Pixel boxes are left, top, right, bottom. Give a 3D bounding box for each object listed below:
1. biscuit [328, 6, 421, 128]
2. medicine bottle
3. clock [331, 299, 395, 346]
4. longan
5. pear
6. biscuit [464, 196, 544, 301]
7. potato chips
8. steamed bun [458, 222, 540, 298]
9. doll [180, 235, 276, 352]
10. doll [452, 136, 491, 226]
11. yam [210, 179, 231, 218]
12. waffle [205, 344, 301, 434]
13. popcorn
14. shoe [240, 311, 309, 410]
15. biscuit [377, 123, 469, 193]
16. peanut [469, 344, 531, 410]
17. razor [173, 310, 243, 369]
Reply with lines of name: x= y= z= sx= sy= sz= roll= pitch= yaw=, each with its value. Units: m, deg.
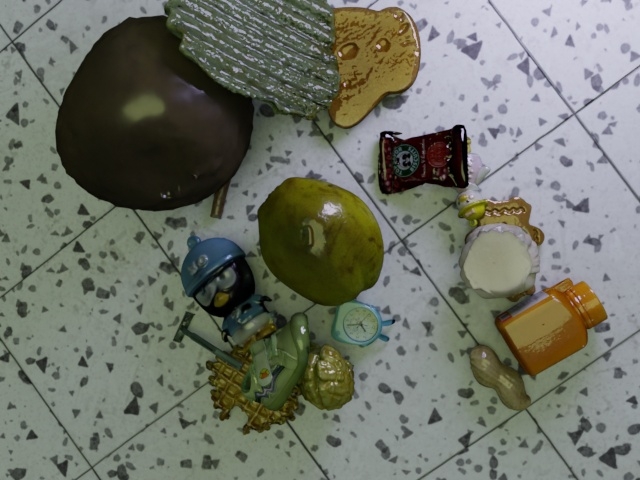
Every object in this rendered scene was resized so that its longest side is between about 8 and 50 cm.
biscuit: x=0.069 y=-0.410 z=1.602 sx=0.343 sy=0.057 sz=0.288 roll=-5 pitch=92 yaw=6
medicine bottle: x=0.533 y=0.193 z=1.549 sx=0.222 sy=0.112 sz=0.149 roll=-32 pitch=89 yaw=7
clock: x=0.104 y=0.204 z=1.634 sx=0.147 sy=0.045 sz=0.108 roll=15 pitch=95 yaw=5
longan: x=-0.353 y=-0.263 z=1.489 sx=0.403 sy=0.404 sz=0.436 roll=33 pitch=92 yaw=4
pear: x=0.000 y=0.000 z=1.540 sx=0.269 sy=0.269 sz=0.321 roll=-34 pitch=99 yaw=7
biscuit: x=0.436 y=0.022 z=1.592 sx=0.184 sy=0.035 sz=0.249 roll=-2 pitch=93 yaw=7
potato chips: x=-0.126 y=-0.441 z=1.441 sx=0.429 sy=0.070 sz=0.359 roll=17 pitch=62 yaw=-29
steamed bun: x=0.402 y=0.044 z=1.527 sx=0.182 sy=0.106 sz=0.183 roll=0 pitch=91 yaw=11
doll: x=-0.228 y=0.115 z=1.609 sx=0.177 sy=0.141 sz=0.314 roll=-40 pitch=76 yaw=13
doll: x=0.339 y=-0.133 z=1.563 sx=0.129 sy=0.081 sz=0.207 roll=-15 pitch=80 yaw=40
yam: x=-0.243 y=-0.125 z=1.667 sx=0.032 sy=0.032 sz=0.146 roll=16 pitch=93 yaw=6
waffle: x=-0.164 y=0.366 z=1.672 sx=0.231 sy=0.051 sz=0.229 roll=-16 pitch=88 yaw=6
popcorn: x=0.001 y=0.320 z=1.601 sx=0.142 sy=0.173 sz=0.173 roll=-40 pitch=88 yaw=1
shoe: x=-0.097 y=0.284 z=1.520 sx=0.128 sy=0.140 sz=0.262 roll=6 pitch=125 yaw=-25
biscuit: x=0.238 y=-0.188 z=1.564 sx=0.235 sy=0.063 sz=0.152 roll=-1 pitch=84 yaw=33
peanut: x=0.422 y=0.326 z=1.588 sx=0.187 sy=0.082 sz=0.082 roll=41 pitch=96 yaw=2
razor: x=-0.274 y=0.259 z=1.651 sx=0.211 sy=0.036 sz=0.084 roll=28 pitch=97 yaw=28
